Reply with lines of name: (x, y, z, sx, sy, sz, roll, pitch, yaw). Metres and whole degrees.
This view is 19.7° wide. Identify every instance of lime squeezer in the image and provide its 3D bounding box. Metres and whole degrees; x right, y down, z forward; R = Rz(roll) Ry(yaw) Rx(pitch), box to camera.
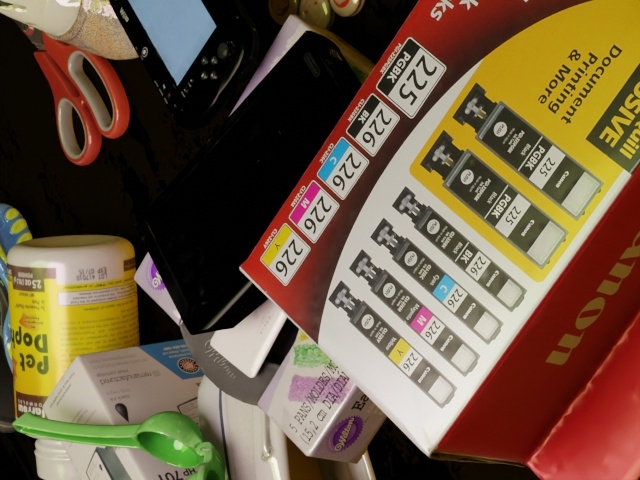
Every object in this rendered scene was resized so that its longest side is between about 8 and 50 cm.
lime squeezer: (-0.120, 0.195, 1.430, 0.310, 0.110, 0.059, 42, 150, 38)

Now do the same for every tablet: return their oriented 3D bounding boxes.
tablet: (-0.048, 0.055, 1.376, 0.054, 0.006, 0.083, 36, 102, 38)

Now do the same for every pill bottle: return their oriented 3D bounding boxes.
pill bottle: (-0.223, 0.107, 1.682, 0.117, 0.117, 0.215, 5, 100, 48)

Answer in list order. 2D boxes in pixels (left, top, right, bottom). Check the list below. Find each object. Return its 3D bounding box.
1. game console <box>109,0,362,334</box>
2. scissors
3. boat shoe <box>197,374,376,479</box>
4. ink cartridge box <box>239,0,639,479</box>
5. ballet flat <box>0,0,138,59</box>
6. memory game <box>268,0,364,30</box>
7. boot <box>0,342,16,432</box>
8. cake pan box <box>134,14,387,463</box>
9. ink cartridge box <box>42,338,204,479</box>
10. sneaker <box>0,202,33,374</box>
game console: (-0.089, -0.114, 1.424, 0.213, 0.044, 0.361, -47, 51, 22)
scissors: (-0.261, -0.200, 1.755, 0.297, 0.021, 0.109, 61, 137, 24)
boat shoe: (0.018, 0.238, 1.437, 0.156, 0.135, 0.367, -32, 63, 43)
ink cartridge box: (0.144, -0.019, 1.169, 0.272, 0.130, 0.309, 43, 106, 33)
ballet flat: (-0.268, -0.245, 1.685, 0.316, 0.106, 0.108, 34, 120, 40)
memory game: (-0.010, -0.256, 1.463, 0.186, 0.012, 0.186, 10, 103, 47)
boot: (-0.376, 0.185, 1.908, 0.263, 0.091, 0.229, 42, 131, 41)
cake pan box: (0.000, 0.000, 1.397, 0.246, 0.070, 0.267, 44, 107, 38)
ink cartridge box: (-0.127, 0.186, 1.570, 0.191, 0.139, 0.082, 56, 131, 26)
sneaker: (-0.296, 0.057, 1.810, 0.078, 0.067, 0.188, 138, 115, -67)
